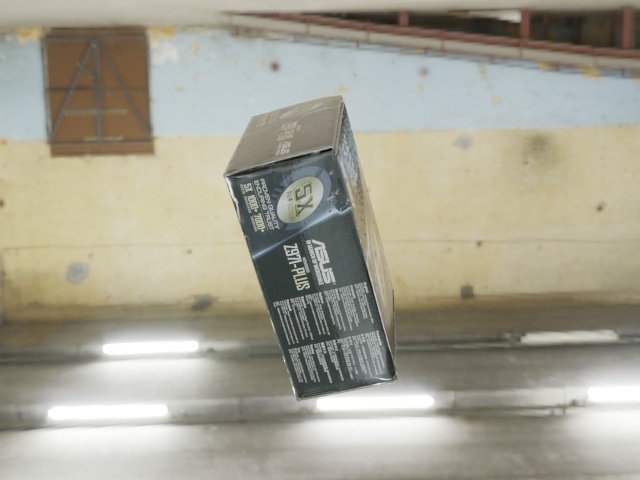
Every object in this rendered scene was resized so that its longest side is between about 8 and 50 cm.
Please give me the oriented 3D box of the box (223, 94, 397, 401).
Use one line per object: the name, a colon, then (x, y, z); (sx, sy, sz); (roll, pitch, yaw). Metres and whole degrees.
box: (0.000, 0.000, 0.644); (0.078, 0.180, 0.147); (-13, -159, 9)
